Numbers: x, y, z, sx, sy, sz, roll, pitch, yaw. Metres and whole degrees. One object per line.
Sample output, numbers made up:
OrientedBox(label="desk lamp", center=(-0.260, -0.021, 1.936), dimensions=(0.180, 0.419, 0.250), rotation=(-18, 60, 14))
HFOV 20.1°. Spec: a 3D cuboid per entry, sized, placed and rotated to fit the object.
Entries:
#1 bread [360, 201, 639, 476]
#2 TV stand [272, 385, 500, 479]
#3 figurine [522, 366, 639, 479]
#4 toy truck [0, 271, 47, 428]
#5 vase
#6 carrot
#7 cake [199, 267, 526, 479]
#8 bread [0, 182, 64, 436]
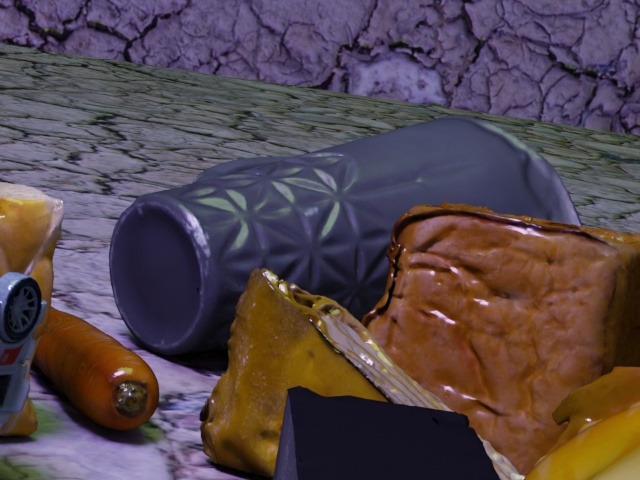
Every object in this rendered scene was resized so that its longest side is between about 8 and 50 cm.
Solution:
OrientedBox(label="bread", center=(0.112, 0.056, 0.978), dimensions=(0.158, 0.143, 0.149), rotation=(17, 7, 34))
OrientedBox(label="TV stand", center=(0.026, 0.131, 0.664), dimensions=(0.088, 0.082, 0.269), rotation=(7, 10, -5))
OrientedBox(label="figurine", center=(0.167, 0.139, 0.659), dimensions=(0.246, 0.131, 0.156), rotation=(33, -2, 35))
OrientedBox(label="toy truck", center=(-0.197, 0.059, 0.762), dimensions=(0.080, 0.115, 0.178), rotation=(14, 4, 25))
OrientedBox(label="vase", center=(0.000, 0.000, 1.198), dimensions=(0.301, 0.156, 0.251), rotation=(-10, 28, -44))
OrientedBox(label="carrot", center=(-0.148, 0.058, 1.016), dimensions=(0.043, 0.043, 0.248), rotation=(4, 10, -28))
OrientedBox(label="cake", center=(0.035, 0.078, 0.889), dimensions=(0.185, 0.116, 0.080), rotation=(9, 7, 29))
OrientedBox(label="bread", center=(-0.225, 0.028, 0.871), dimensions=(0.188, 0.125, 0.068), rotation=(5, 11, -23))
